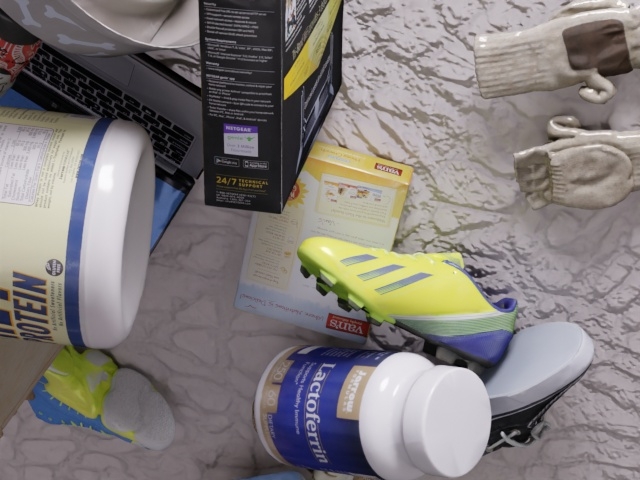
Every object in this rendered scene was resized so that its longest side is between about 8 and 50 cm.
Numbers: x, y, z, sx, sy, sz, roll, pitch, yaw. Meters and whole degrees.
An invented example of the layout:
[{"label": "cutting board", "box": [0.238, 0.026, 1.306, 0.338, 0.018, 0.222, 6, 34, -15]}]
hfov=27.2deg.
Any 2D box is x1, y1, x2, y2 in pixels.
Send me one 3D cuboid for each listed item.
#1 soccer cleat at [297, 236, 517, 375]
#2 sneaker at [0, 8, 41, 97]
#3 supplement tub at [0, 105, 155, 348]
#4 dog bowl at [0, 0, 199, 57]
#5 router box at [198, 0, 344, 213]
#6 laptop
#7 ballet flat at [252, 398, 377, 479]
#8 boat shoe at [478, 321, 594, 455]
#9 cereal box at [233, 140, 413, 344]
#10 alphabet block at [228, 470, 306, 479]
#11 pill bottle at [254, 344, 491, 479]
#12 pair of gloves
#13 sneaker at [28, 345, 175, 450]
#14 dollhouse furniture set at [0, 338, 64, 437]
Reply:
[{"label": "soccer cleat", "box": [0.103, 0.052, 1.536, 0.289, 0.093, 0.121, 29, 86, -21]}, {"label": "sneaker", "box": [-0.408, -0.244, 1.312, 0.270, 0.090, 0.145, 32, 132, -9]}, {"label": "supplement tub", "box": [-0.345, -0.021, 1.342, 0.325, 0.235, 0.235, 6, 122, 1]}, {"label": "dog bowl", "box": [-0.217, -0.335, 1.271, 0.102, 0.349, 0.349, -18, 115, 38]}, {"label": "router box", "box": [-0.041, -0.206, 1.309, 0.081, 0.309, 0.243, 7, 121, 9]}, {"label": "laptop", "box": [-0.344, -0.098, 1.489, 0.382, 0.236, 0.408, 31, 163, -6]}, {"label": "ballet flat", "box": [-0.012, 0.281, 1.739, 0.206, 0.067, 0.073, 37, 121, -10]}, {"label": "boat shoe", "box": [0.225, 0.204, 1.606, 0.105, 0.113, 0.306, 40, 125, -18]}, {"label": "cereal box", "box": [0.000, 0.000, 1.578, 0.173, 0.047, 0.240, 16, 123, 3]}, {"label": "alphabet block", "box": [-0.080, 0.442, 1.753, 0.193, 0.192, 0.197, -11, 135, 22]}, {"label": "pill bottle", "box": [0.061, 0.205, 1.573, 0.265, 0.153, 0.153, -1, 123, 43]}, {"label": "pair of gloves", "box": [0.287, -0.144, 1.422, 0.204, 0.042, 0.240, -14, 119, 18]}, {"label": "sneaker", "box": [-0.308, 0.213, 1.775, 0.240, 0.091, 0.126, 39, 134, -2]}, {"label": "dollhouse furniture set", "box": [-0.518, 0.112, 1.615, 0.355, 0.174, 0.303, 3, 128, 22]}]
